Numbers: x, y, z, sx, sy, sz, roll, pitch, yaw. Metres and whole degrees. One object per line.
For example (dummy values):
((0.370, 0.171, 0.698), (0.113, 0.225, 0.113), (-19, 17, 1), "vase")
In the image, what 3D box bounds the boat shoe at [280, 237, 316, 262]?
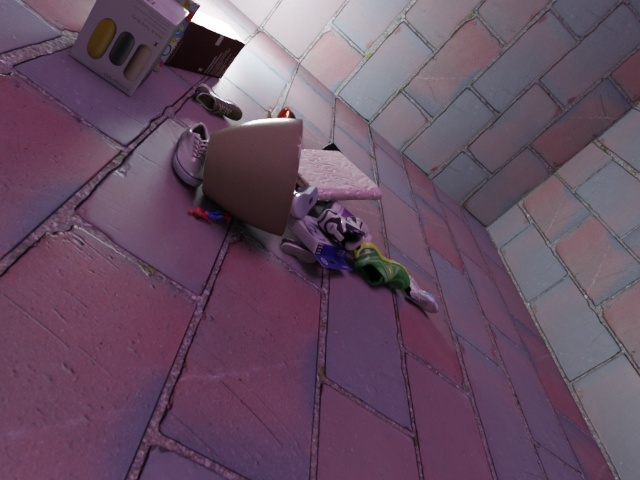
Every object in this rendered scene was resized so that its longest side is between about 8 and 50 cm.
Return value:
((-0.065, 0.030, 1.453), (0.125, 0.046, 0.038), (23, 36, -24), "boat shoe")

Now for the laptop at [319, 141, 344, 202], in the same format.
((0.012, -0.283, 1.941), (0.234, 0.264, 0.136), (54, -11, 16), "laptop")

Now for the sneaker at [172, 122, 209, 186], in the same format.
((-0.363, -0.257, 1.367), (0.094, 0.091, 0.258), (26, 31, -37), "sneaker")

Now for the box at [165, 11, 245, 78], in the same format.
((-0.484, -0.771, 1.852), (0.143, 0.191, 0.381), (51, 25, 12), "box")

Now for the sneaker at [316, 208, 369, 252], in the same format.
((0.107, -0.012, 1.569), (0.235, 0.094, 0.153), (26, 22, -50), "sneaker")

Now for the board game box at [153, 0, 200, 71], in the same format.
((-0.550, -0.726, 1.575), (0.142, 0.275, 0.144), (1, 49, -57), "board game box")

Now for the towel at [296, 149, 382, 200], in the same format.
((0.027, -0.247, 1.798), (0.331, 0.053, 0.317), (-5, 41, -38), "towel")

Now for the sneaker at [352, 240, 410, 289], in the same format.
((0.210, 0.116, 1.715), (0.295, 0.109, 0.124), (34, 54, -33), "sneaker")

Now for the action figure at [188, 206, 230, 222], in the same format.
((-0.294, -0.066, 1.259), (0.115, 0.030, 0.038), (12, 35, -43), "action figure")

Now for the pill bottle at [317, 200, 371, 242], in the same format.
((0.089, -0.047, 1.734), (0.193, 0.108, 0.108), (39, 25, -14), "pill bottle")

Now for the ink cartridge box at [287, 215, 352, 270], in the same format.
((0.000, 0.000, 1.528), (0.224, 0.045, 0.223), (47, 15, 23), "ink cartridge box")

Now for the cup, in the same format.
((-0.196, -0.193, 1.329), (0.236, 0.331, 0.331), (9, 34, -9), "cup")

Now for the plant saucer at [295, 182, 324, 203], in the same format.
((-0.070, -0.195, 1.781), (0.198, 0.036, 0.199), (28, 31, -19), "plant saucer")

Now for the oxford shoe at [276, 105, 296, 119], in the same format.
((-0.139, -0.515, 2.120), (0.098, 0.097, 0.271), (42, 24, -22), "oxford shoe")

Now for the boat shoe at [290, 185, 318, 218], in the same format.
((-0.072, -0.128, 1.500), (0.076, 0.080, 0.228), (6, 23, 14), "boat shoe")

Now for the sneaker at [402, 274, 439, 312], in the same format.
((0.368, 0.217, 1.830), (0.190, 0.071, 0.083), (40, 30, 9), "sneaker")

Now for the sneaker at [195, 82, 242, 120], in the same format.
((-0.377, -0.489, 1.749), (0.192, 0.064, 0.086), (34, 35, -24), "sneaker")

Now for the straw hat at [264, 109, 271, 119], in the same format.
((-0.225, -0.446, 1.900), (0.061, 0.145, 0.144), (-7, 43, -8), "straw hat")

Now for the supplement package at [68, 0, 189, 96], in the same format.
((-0.556, -0.612, 1.404), (0.199, 0.262, 0.198), (34, 27, -23), "supplement package")
